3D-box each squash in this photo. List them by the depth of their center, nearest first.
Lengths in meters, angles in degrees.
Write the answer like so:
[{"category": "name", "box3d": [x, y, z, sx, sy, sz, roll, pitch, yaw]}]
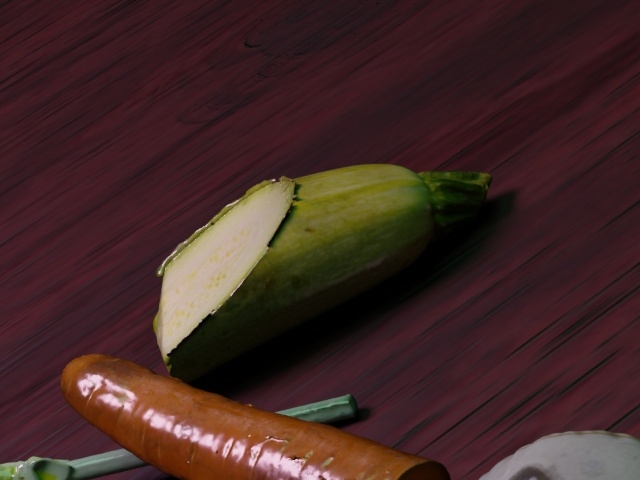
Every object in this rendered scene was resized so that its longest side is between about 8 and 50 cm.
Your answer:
[{"category": "squash", "box3d": [-0.002, -0.002, 0.934, 0.200, 0.075, 0.090, -27, 6, -6]}]

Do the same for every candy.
[{"category": "candy", "box3d": [-0.132, 0.107, 0.877, 0.305, 0.083, 0.091, -14, 63, 4]}]

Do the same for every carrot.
[{"category": "carrot", "box3d": [-0.042, 0.092, 0.806, 0.210, 0.061, 0.061, 19, 52, 35]}]

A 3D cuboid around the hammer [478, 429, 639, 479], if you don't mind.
[{"category": "hammer", "box3d": [0.010, 0.187, 0.637, 0.305, 0.113, 0.202, -20, 29, 18]}]
